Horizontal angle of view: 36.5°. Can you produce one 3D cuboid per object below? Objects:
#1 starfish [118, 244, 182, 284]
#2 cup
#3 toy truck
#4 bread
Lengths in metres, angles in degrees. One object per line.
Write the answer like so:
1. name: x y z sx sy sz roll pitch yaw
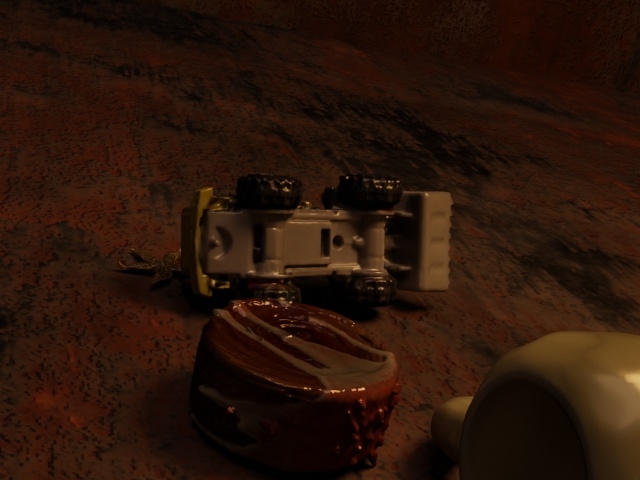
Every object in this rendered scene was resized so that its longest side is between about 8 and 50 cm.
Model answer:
1. starfish: -0.150 0.026 0.938 0.092 0.016 0.086 8 23 -21
2. cup: 0.191 0.128 0.654 0.202 0.173 0.255 4 23 -27
3. toy truck: 0.000 0.000 0.941 0.285 0.136 0.111 0 3 -35
4. bread: -0.019 0.106 0.724 0.160 0.073 0.160 13 17 -4
